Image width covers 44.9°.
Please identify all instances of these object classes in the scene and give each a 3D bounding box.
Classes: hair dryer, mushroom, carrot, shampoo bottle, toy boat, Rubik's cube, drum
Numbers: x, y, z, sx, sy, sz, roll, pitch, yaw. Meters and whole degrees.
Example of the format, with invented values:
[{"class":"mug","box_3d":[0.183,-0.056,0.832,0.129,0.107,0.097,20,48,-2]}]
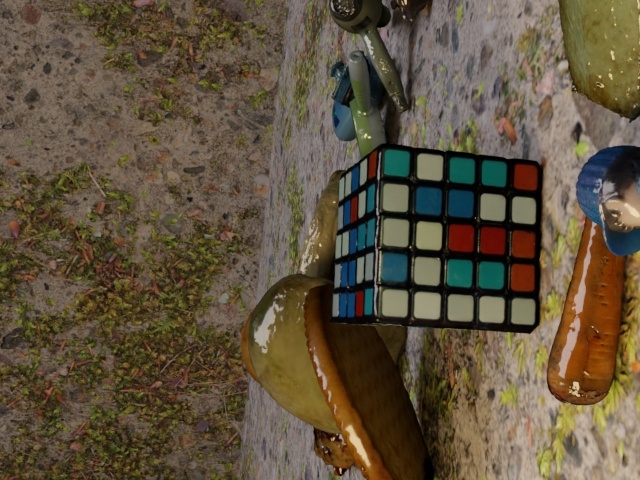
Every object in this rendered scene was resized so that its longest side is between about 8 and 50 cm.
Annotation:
[{"class":"hair dryer","box_3d":[0.100,-0.347,1.319,0.225,0.088,0.219,57,-155,-19]},{"class":"mushroom","box_3d":[0.008,0.172,1.272,0.292,0.212,0.217,-58,28,6]},{"class":"carrot","box_3d":[0.228,0.059,0.650,0.055,0.055,0.162,-157,78,-78]},{"class":"shampoo bottle","box_3d":[0.077,-0.282,1.483,0.258,0.061,0.104,132,139,-71]},{"class":"toy boat","box_3d":[0.047,-0.285,1.365,0.061,0.060,0.137,46,157,11]},{"class":"Rubik's cube","box_3d":[0.121,0.006,0.853,0.184,0.187,0.182,158,116,-75]},{"class":"drum","box_3d":[0.073,-0.242,1.315,0.253,0.049,0.130,74,-175,-47]}]

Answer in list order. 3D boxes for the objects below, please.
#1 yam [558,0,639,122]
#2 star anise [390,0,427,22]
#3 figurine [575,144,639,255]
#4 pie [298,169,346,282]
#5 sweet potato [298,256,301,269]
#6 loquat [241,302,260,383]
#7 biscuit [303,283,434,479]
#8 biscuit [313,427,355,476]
[{"class":"yam","box_3d":[0.236,-0.220,0.579,0.106,0.106,0.259,-105,23,-58]},{"class":"star anise","box_3d":[0.128,-0.443,1.206,0.231,0.089,0.209,-91,-13,-80]},{"class":"figurine","box_3d":[0.239,-0.043,0.562,0.077,0.079,0.136,-46,-5,-17]},{"class":"pie","box_3d":[0.010,0.022,1.502,0.339,0.077,0.339,17,-90,-88]},{"class":"sweet potato","box_3d":[0.000,0.000,1.780,0.281,0.059,0.067,116,167,-61]},{"class":"loquat","box_3d":[-0.089,0.230,1.811,0.238,0.193,0.238,-179,90,-72]},{"class":"biscuit","box_3d":[0.064,0.200,0.985,0.318,0.040,0.318,59,-167,-22]},{"class":"biscuit","box_3d":[0.027,0.291,1.506,0.289,0.081,0.334,-98,15,-50]}]
